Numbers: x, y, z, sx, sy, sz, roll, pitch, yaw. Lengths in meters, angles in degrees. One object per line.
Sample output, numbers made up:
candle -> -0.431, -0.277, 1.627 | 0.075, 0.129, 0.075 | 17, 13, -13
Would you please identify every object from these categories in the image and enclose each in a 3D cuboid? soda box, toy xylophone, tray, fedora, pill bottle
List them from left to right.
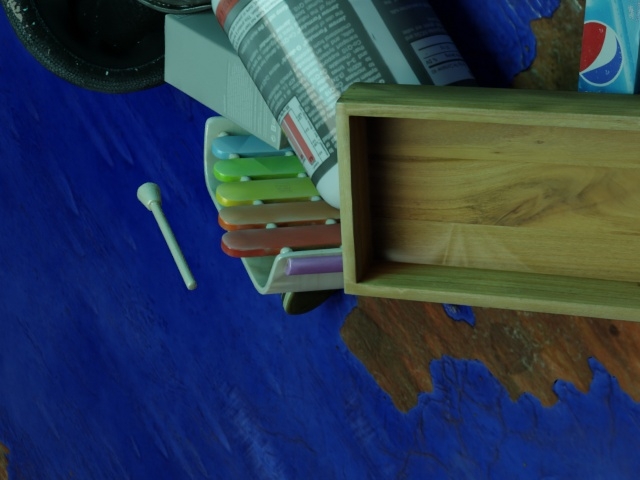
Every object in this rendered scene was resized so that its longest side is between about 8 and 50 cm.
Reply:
fedora -> -0.273, -0.369, 1.851 | 0.152, 0.334, 0.334 | -111, 13, -70
toy xylophone -> -0.072, -0.034, 1.639 | 0.322, 0.236, 0.081 | 50, 140, 44
pill bottle -> 0.053, -0.162, 1.518 | 0.363, 0.210, 0.210 | 60, 144, 8
tray -> 0.224, -0.036, 1.318 | 0.411, 0.076, 0.203 | 5, 116, 18
soda box -> 0.292, -0.183, 1.318 | 0.067, 0.071, 0.210 | 27, 128, 42

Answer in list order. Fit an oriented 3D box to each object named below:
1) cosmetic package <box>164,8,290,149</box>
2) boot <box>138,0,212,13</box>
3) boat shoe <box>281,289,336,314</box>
cosmetic package -> -0.078, -0.212, 1.738 | 0.238, 0.127, 0.107 | 34, 133, 35
boot -> -0.141, -0.359, 1.648 | 0.263, 0.091, 0.229 | 11, 158, 16
boat shoe -> -0.001, 0.000, 1.795 | 0.073, 0.080, 0.223 | 54, 136, 32
